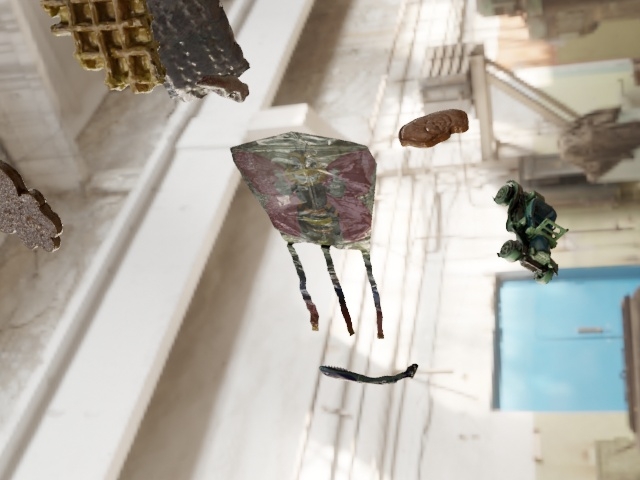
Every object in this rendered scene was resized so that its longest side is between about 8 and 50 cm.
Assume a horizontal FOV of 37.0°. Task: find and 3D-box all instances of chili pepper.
[{"bbox_3d":[-0.165,-0.266,1.641,0.153,0.050,0.041,13,-126,-61],"label":"chili pepper"}]

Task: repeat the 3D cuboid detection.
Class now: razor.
[{"bbox_3d":[0.074,0.207,1.474,0.044,0.154,0.028,106,165,-53],"label":"razor"}]

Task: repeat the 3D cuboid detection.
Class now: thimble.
[{"bbox_3d":[-0.246,-0.386,1.779,0.205,0.172,0.236,-107,-5,-61],"label":"thimble"}]

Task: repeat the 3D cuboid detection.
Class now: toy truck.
[{"bbox_3d":[0.289,-0.024,1.289,0.080,0.078,0.154,30,-141,-21],"label":"toy truck"}]

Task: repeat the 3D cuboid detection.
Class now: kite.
[{"bbox_3d":[0.001,-0.002,1.342,0.022,0.204,0.361,-64,-30,-47],"label":"kite"}]

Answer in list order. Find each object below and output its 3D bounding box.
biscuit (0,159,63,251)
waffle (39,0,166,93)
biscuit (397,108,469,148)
[{"bbox_3d":[-0.441,-0.050,1.387,0.026,0.175,0.124,-42,-18,-45],"label":"biscuit"},{"bbox_3d":[-0.213,-0.251,1.001,0.192,0.160,0.046,49,-155,-2],"label":"waffle"},{"bbox_3d":[0.196,-0.197,1.669,0.102,0.130,0.019,-115,5,-59],"label":"biscuit"}]
